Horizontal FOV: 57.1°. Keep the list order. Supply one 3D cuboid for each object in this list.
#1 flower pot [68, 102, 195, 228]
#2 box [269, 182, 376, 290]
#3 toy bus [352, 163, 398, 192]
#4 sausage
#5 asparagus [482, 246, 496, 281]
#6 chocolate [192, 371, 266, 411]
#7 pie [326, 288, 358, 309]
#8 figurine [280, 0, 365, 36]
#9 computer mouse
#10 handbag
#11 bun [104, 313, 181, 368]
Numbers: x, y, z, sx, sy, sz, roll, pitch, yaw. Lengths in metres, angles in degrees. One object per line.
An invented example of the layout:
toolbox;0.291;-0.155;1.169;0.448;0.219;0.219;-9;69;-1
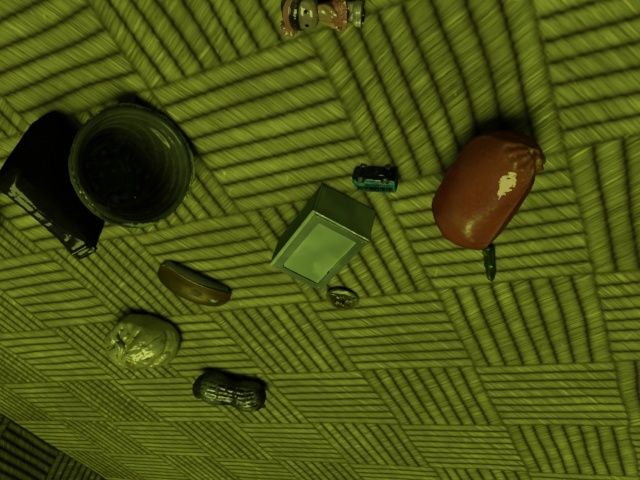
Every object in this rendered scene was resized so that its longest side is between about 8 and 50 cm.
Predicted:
flower pot;-0.376;-0.137;1.137;0.235;0.235;0.140;40;158;-26
box;0.000;0.000;1.238;0.129;0.086;0.225;27;140;-12
toy bus;0.103;-0.114;1.105;0.083;0.038;0.046;4;142;16
sausage;0.277;-0.085;1.002;0.148;0.148;0.254;17;135;0
asparagus;0.351;0.047;1.220;0.025;0.021;0.108;3;139;23
chocolate;-0.292;0.487;1.896;0.248;0.110;0.110;11;140;3
pie;0.052;0.144;1.437;0.084;0.021;0.084;10;141;8
figurine;0.002;-0.338;0.874;0.129;0.054;0.072;2;154;6
computer mouse;-0.330;0.121;1.527;0.199;0.045;0.102;27;142;-12
handbag;-0.501;-0.114;1.164;0.080;0.247;0.223;-26;127;18
bun;-0.538;0.316;1.753;0.229;0.145;0.229;9;136;9
